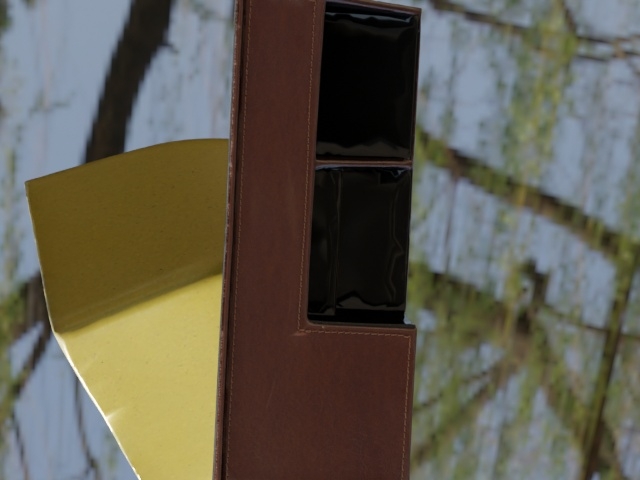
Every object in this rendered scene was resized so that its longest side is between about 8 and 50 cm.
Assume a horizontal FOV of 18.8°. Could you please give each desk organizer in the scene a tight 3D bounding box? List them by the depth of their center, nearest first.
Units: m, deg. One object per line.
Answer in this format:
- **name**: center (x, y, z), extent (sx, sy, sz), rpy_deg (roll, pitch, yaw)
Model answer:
- **desk organizer**: center (0.000, 0.000, 0.505), extent (0.050, 0.130, 0.047), rpy_deg (3, -176, -2)

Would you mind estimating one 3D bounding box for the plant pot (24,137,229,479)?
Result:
- **plant pot**: center (-0.032, 0.016, 0.586), extent (0.083, 0.081, 0.081), rpy_deg (-24, -143, 1)
